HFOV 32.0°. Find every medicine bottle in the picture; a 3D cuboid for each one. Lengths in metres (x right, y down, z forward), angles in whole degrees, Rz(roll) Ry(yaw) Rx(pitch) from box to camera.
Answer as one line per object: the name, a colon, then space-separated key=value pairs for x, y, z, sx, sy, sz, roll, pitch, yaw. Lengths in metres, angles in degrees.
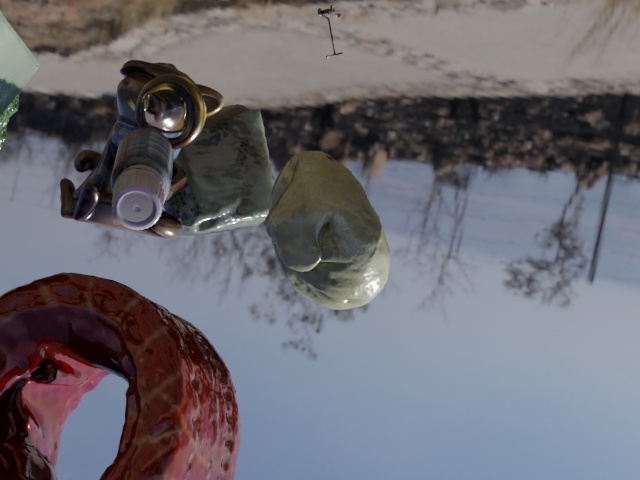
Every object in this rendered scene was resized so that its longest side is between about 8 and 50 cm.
medicine bottle: x=-0.244 y=-0.084 z=1.527 sx=0.083 sy=0.083 sz=0.203 roll=13 pitch=-155 yaw=-13

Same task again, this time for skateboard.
skateboard: x=0.025 y=-0.352 z=1.890 sx=0.032 sy=0.083 sz=0.064 roll=-8 pitch=-179 yaw=26

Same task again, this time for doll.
doll: x=-0.335 y=-0.165 z=2.020 sx=0.317 sy=0.340 sz=0.209 roll=24 pitch=-178 yaw=33

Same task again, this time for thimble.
thimble: x=-0.276 y=0.224 z=1.315 sx=0.350 sy=0.350 sz=0.230 roll=14 pitch=162 yaw=23

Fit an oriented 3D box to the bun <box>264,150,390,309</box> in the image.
bun: x=0.000 y=0.000 z=1.745 sx=0.160 sy=0.259 sz=0.259 roll=-32 pitch=-163 yaw=-17

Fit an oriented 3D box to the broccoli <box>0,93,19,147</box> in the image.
broccoli: x=-0.543 y=-0.188 z=1.432 sx=0.321 sy=0.310 sz=0.413 roll=48 pitch=163 yaw=8

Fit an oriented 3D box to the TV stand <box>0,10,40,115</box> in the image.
TV stand: x=-0.370 y=-0.213 z=1.110 sx=0.082 sy=0.088 sz=0.269 roll=35 pitch=170 yaw=8

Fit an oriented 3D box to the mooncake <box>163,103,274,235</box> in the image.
mooncake: x=-0.223 y=-0.136 z=2.245 sx=0.250 sy=0.255 sz=0.136 roll=-14 pitch=-176 yaw=-32
